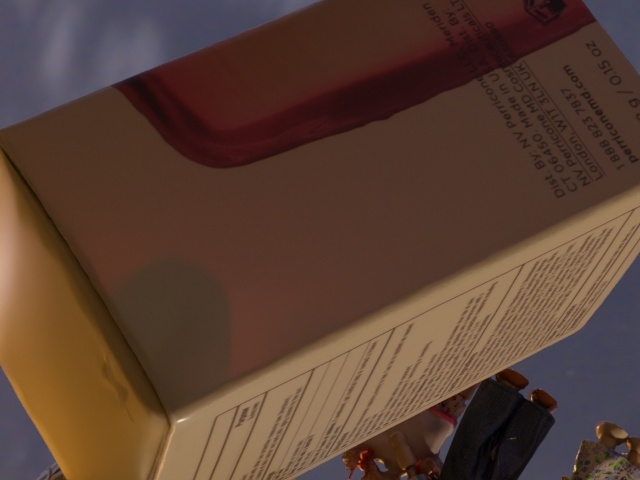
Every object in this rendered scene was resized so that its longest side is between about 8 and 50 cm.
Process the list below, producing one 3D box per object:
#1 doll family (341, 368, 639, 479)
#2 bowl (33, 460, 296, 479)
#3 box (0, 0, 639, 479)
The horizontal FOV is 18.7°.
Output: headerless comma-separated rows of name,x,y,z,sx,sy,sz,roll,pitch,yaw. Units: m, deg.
doll family,0.137,0.188,1.397,0.163,0.263,0.118,-60,177,-14
bowl,-0.056,0.126,0.806,0.170,0.170,0.080,42,-59,43
box,0.000,0.000,0.741,0.127,0.232,0.148,57,-26,18
